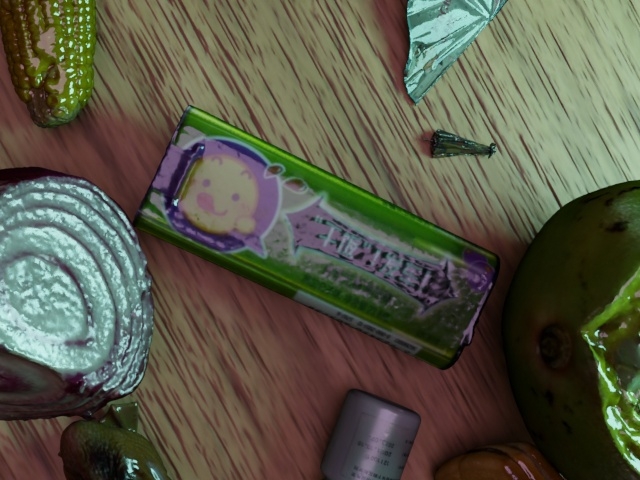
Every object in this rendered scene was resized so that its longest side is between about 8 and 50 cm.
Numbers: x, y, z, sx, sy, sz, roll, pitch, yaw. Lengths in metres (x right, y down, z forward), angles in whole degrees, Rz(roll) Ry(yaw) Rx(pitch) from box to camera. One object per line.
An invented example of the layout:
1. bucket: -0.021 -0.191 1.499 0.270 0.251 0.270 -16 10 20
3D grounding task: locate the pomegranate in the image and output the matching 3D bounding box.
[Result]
1. pomegranate: 0.323 0.100 0.841 0.358 0.216 0.310 2 85 -40

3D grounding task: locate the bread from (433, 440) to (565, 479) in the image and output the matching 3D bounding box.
1. bread: 0.213 0.286 0.854 0.077 0.116 0.200 -40 95 -33

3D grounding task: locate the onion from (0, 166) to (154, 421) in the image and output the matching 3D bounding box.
1. onion: -0.282 0.041 0.741 0.207 0.216 0.206 -14 52 25

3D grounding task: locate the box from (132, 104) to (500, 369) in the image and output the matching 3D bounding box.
1. box: 0.000 0.000 0.836 0.345 0.097 0.134 25 92 -8

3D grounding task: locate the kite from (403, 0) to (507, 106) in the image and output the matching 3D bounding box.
1. kite: 0.109 -0.310 0.878 0.314 0.011 0.335 -8 102 -23

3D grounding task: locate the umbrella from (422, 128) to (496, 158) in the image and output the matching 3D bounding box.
1. umbrella: 0.149 -0.101 0.905 0.083 0.020 0.031 7 87 -14

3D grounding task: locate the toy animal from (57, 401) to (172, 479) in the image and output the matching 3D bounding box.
1. toy animal: -0.171 0.235 0.763 0.089 0.179 0.188 -36 120 -7

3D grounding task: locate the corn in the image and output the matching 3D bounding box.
1. corn: -0.263 -0.239 0.803 0.097 0.097 0.262 -4 89 -10

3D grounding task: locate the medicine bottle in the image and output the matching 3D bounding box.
1. medicine bottle: 0.043 0.221 0.840 0.080 0.080 0.130 22 85 -8
